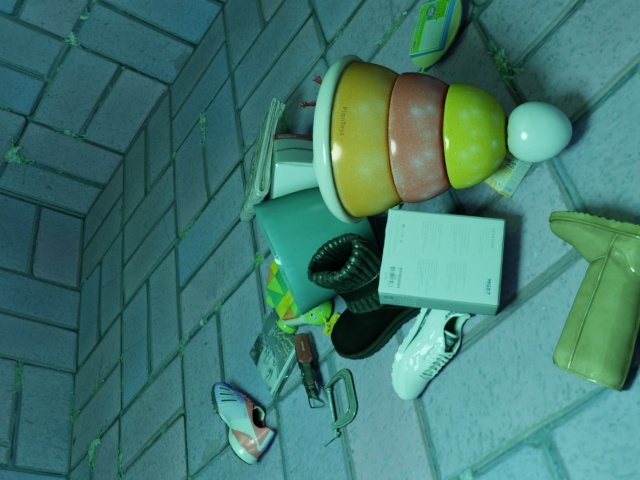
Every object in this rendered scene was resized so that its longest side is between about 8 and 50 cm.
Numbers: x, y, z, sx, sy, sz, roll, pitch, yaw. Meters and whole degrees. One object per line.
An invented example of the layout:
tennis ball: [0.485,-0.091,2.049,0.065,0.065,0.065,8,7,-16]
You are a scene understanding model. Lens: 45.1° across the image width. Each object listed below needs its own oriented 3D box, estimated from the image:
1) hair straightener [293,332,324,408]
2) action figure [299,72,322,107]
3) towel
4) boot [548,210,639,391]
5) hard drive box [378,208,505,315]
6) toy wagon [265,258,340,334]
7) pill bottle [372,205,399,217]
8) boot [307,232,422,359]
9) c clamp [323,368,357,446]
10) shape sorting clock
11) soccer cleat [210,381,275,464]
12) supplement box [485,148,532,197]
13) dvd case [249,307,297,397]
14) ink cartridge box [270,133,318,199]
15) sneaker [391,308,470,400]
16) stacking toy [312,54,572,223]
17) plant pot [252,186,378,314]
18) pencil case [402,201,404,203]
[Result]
hair straightener: [-0.025,0.343,1.958,0.230,0.047,0.089,-115,16,-49]
action figure: [-0.012,-0.370,2.257,0.091,0.139,0.280,-7,65,55]
towel: [-0.184,-0.243,2.429,0.332,0.053,0.317,134,148,-72]
boot: [0.450,0.092,1.319,0.236,0.089,0.269,19,90,59]
hard drive box: [0.241,0.043,1.533,0.089,0.232,0.181,69,-151,-69]
toy wagon: [-0.041,0.122,2.081,0.267,0.068,0.344,-59,33,19]
pill bottle: [0.149,-0.143,1.918,0.087,0.087,0.160,-36,45,43]
boot: [0.065,0.127,1.726,0.348,0.260,0.131,-46,38,33]
c clamp: [0.038,0.394,1.849,0.137,0.022,0.160,-41,42,39]
shape sorting clock: [0.293,-0.538,1.961,0.206,0.040,0.206,-30,52,49]
soccer cleat: [-0.214,0.480,2.136,0.116,0.108,0.318,-44,33,3]
supplement box: [0.390,-0.146,1.592,0.098,0.036,0.062,-60,33,15]
dvd case: [-0.128,0.310,2.159,0.164,0.018,0.221,-62,32,13]
ink cartridge box: [-0.076,-0.157,2.110,0.283,0.117,0.207,-100,14,-67]
sneaker: [0.227,0.231,1.594,0.095,0.090,0.235,29,99,49]
stacking toy: [0.250,-0.199,1.539,0.480,0.350,0.350,3,72,22]
plant pot: [0.000,0.000,1.875,0.235,0.293,0.293,-25,37,-5]
pencil case: [0.243,-0.166,1.779,0.236,0.104,0.104,-23,54,49]
